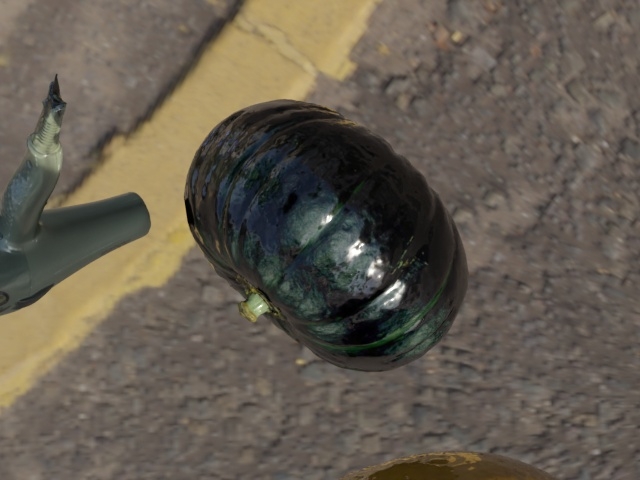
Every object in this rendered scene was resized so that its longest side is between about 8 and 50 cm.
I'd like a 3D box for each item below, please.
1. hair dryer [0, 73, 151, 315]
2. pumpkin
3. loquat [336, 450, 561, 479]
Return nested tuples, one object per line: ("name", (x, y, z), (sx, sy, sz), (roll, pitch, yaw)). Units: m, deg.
("hair dryer", (-0.207, -0.038, 1.343), (0.267, 0.229, 0.092), (-47, 70, 29))
("pumpkin", (0.000, 0.000, 1.016), (0.202, 0.202, 0.140), (36, 79, 19))
("loquat", (0.070, 0.251, 0.969), (0.263, 0.263, 0.263), (-2, 84, 19))
